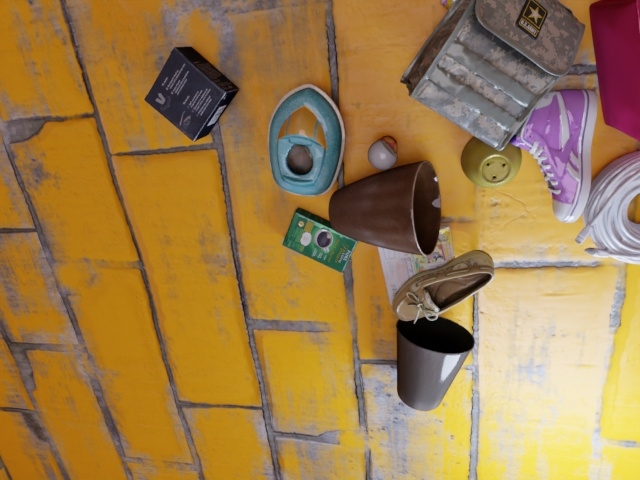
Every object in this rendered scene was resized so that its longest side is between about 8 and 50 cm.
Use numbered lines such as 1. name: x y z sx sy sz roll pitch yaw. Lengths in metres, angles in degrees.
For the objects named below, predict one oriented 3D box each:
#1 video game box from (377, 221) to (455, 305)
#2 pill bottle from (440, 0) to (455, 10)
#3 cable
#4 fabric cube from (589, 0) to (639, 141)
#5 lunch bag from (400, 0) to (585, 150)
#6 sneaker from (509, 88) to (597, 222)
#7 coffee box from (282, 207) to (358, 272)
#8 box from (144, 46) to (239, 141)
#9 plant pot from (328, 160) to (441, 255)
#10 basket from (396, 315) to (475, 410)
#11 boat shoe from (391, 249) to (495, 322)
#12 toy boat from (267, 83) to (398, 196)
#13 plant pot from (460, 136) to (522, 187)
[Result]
1. video game box: 0.256 0.064 1.199 0.187 0.048 0.205 -8 112 19
2. pill bottle: 0.291 -0.481 0.950 0.083 0.043 0.043 39 117 -5
3. cable: 0.715 -0.069 1.002 0.257 0.089 0.257 16 116 6
4. fabric cube: 0.658 -0.335 0.803 0.259 0.258 0.254 -13 109 19
5. lunch bag: 0.341 -0.364 0.906 0.235 0.169 0.287 27 117 -15
6. sneaker: 0.487 -0.176 0.998 0.161 0.102 0.282 -2 102 3
7. coffee box: 0.000 0.000 1.239 0.184 0.040 0.113 24 117 3
8. box: -0.314 -0.358 1.130 0.158 0.093 0.156 41 117 -7
9. plant pot: 0.144 -0.073 1.097 0.230 0.215 0.215 1 114 30
10. basket: 0.288 0.338 1.260 0.204 0.154 0.227 12 119 10
11. boat shoe: 0.294 0.124 1.140 0.285 0.089 0.104 -38 101 25
12. toy boat: 0.024 -0.221 1.075 0.318 0.148 0.267 7 115 12
13. plant pot: 0.386 -0.172 1.034 0.134 0.095 0.134 6 114 12
